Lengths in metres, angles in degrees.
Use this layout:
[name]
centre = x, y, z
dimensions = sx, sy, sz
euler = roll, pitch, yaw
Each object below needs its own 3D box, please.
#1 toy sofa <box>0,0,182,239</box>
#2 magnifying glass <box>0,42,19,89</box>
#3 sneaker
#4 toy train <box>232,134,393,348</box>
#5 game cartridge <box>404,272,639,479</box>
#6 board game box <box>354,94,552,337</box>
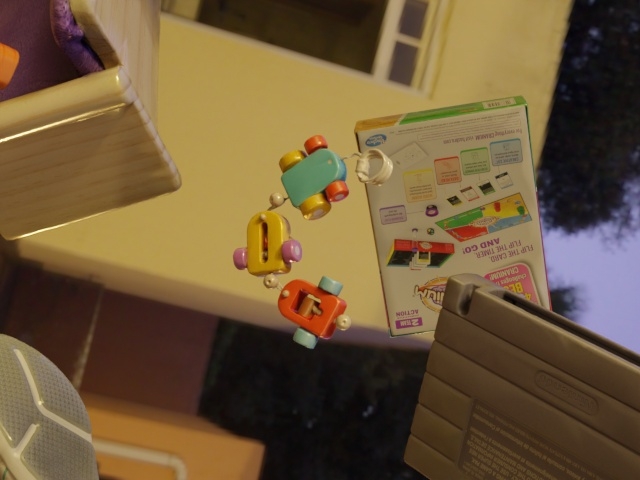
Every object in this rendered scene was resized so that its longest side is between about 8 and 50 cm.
[toy sofa]
centre = -0.208, -0.193, 0.889
dimensions = 0.363, 0.150, 0.177
euler = -97, 168, -45
[magnifying glass]
centre = -0.289, -0.146, 0.671
dimensions = 0.026, 0.231, 0.092
euler = 32, -82, 48
[sneaker]
centre = -0.119, 0.113, 0.475
dimensions = 0.061, 0.152, 0.053
euler = -28, 180, 26
[toy train]
centre = 0.000, 0.000, 0.915
dimensions = 0.046, 0.125, 0.166
euler = 27, 84, -60
[game cartridge]
centre = 0.237, 0.198, 1.081
dimensions = 0.355, 0.068, 0.230
euler = 28, -64, 45
[board game box]
centre = 0.191, -0.030, 1.598
dimensions = 0.064, 0.242, 0.317
euler = -78, 159, -71
